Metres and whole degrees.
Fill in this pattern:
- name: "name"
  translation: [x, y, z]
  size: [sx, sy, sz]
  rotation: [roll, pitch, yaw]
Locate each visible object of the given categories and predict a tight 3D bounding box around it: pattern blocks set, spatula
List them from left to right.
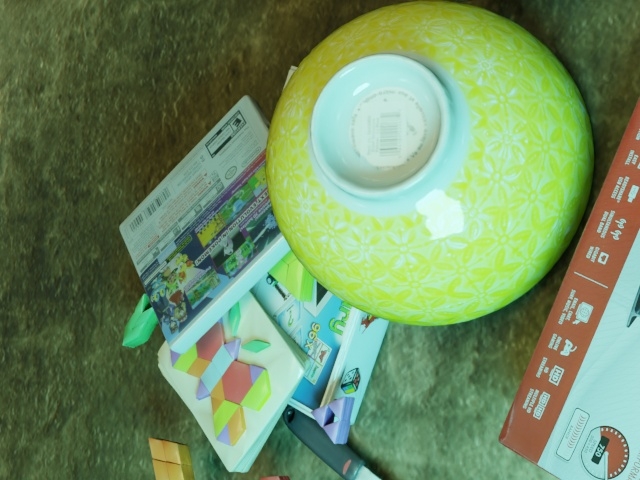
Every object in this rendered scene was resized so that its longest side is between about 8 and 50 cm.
- name: "pattern blocks set"
  translation: [-0.089, 0.123, 1.223]
  size: [0.325, 0.026, 0.285]
  rotation: [33, 104, 43]
- name: "spatula"
  translation: [0.055, 0.223, 1.142]
  size: [0.296, 0.030, 0.084]
  rotation: [34, 103, 41]

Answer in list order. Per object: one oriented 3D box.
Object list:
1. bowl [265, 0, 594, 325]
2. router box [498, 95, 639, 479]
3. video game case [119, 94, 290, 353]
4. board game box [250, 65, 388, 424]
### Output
- name: "bowl"
  translation: [0.070, -0.077, 1.045]
  size: [0.289, 0.156, 0.289]
  rotation: [-3, 81, 20]
- name: "router box"
  translation: [0.321, 0.062, 0.902]
  size: [0.301, 0.082, 0.335]
  rotation: [27, 100, 42]
- name: "video game case"
  translation: [-0.103, -0.018, 1.241]
  size: [0.201, 0.023, 0.183]
  rotation: [-44, 47, 16]
- name: "board game box"
  translation: [0.000, 0.000, 1.221]
  size: [0.193, 0.053, 0.305]
  rotation: [24, 98, 43]
